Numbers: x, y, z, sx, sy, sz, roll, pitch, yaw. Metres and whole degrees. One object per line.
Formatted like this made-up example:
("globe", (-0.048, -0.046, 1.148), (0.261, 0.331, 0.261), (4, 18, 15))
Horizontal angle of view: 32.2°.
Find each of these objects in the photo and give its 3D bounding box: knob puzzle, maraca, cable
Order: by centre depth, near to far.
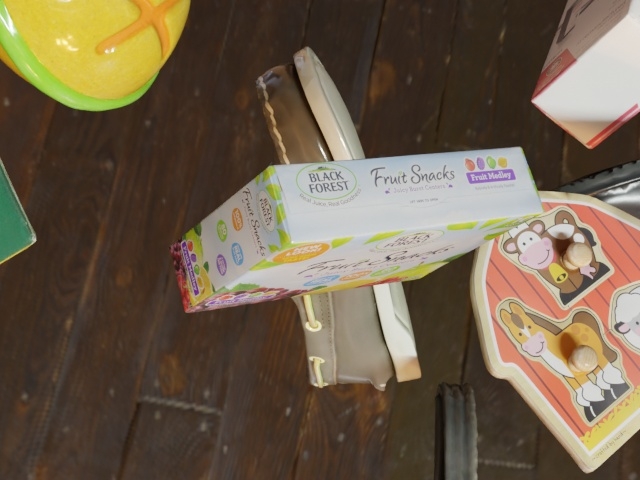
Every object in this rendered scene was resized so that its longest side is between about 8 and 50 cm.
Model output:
("maraca", (-0.113, -0.151, 0.501), (0.099, 0.127, 0.186), (-7, 92, 29))
("cable", (0.101, 0.223, 0.700), (0.072, 0.139, 0.287), (0, 37, 10))
("knob puzzle", (0.193, 0.040, 0.810), (0.213, 0.030, 0.213), (6, 66, -14))

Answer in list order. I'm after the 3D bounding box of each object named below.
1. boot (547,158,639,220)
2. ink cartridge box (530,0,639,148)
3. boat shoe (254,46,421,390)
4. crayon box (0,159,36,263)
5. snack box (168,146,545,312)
("boot", (0.344, 0.018, 1.066), (0.246, 0.094, 0.207), (-16, 87, -3))
("ink cartridge box", (0.324, -0.228, 1.169), (0.092, 0.158, 0.218), (36, 50, -9))
("boat shoe", (0.000, 0.003, 0.766), (0.091, 0.305, 0.109), (-14, 46, 5))
("crayon box", (-0.399, 0.012, 0.696), (0.313, 0.363, 0.106), (-33, 115, -29))
("snack box", (0.016, -0.005, 0.505), (0.141, 0.100, 0.037), (-7, 74, -34))
